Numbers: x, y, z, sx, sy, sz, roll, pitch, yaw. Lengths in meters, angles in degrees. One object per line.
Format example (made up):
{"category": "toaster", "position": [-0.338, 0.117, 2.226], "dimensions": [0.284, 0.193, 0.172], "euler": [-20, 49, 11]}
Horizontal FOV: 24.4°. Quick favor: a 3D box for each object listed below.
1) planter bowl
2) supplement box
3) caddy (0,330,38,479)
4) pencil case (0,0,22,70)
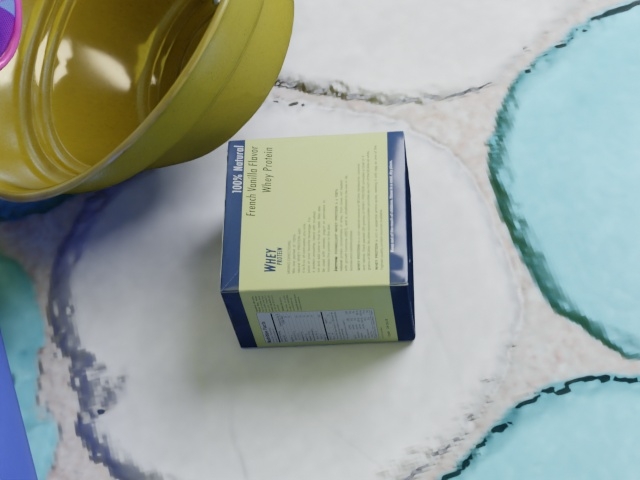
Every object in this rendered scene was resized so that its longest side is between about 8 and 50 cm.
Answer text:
{"category": "planter bowl", "position": [-0.079, -0.104, 0.716], "dimensions": [0.217, 0.090, 0.217], "euler": [-23, 54, 36]}
{"category": "supplement box", "position": [0.000, 0.000, 0.684], "dimensions": [0.083, 0.056, 0.083], "euler": [-3, 59, 6]}
{"category": "caddy", "position": [-0.251, 0.064, 0.592], "dimensions": [0.241, 0.179, 0.341], "euler": [-19, 65, -4]}
{"category": "pencil case", "position": [-0.259, -0.116, 0.731], "dimensions": [0.236, 0.104, 0.104], "euler": [6, 58, 35]}
